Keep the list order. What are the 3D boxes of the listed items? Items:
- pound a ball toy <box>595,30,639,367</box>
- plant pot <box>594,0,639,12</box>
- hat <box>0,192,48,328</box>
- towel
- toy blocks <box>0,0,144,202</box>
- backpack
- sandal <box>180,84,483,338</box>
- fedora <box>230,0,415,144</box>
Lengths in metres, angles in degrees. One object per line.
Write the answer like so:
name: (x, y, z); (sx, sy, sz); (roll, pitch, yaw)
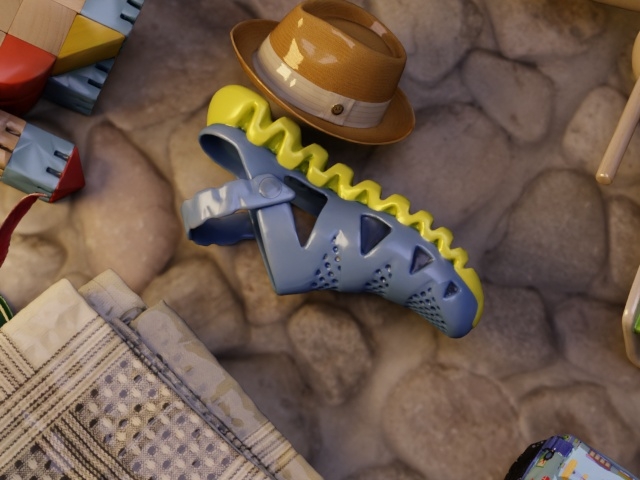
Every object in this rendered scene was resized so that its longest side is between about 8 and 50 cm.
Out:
pound a ball toy: (0.358, -0.030, 1.379); (0.208, 0.136, 0.319); (13, 66, 25)
plant pot: (0.322, -0.326, 1.424); (0.274, 0.256, 0.256); (0, 69, 9)
hat: (-0.336, 0.062, 1.198); (0.173, 0.183, 0.208); (17, 68, -1)
towel: (-0.179, 0.207, 1.157); (0.312, 0.056, 0.324); (44, 61, 8)
toy blocks: (-0.286, -0.215, 1.333); (0.261, 0.191, 0.381); (24, 69, -11)
backpack: (0.200, 0.271, 1.234); (0.158, 0.117, 0.173); (39, 72, 8)
sandal: (0.000, 0.000, 1.311); (0.317, 0.126, 0.138); (33, 72, 14)
fedora: (0.016, -0.169, 1.346); (0.194, 0.079, 0.194); (23, 31, -15)
